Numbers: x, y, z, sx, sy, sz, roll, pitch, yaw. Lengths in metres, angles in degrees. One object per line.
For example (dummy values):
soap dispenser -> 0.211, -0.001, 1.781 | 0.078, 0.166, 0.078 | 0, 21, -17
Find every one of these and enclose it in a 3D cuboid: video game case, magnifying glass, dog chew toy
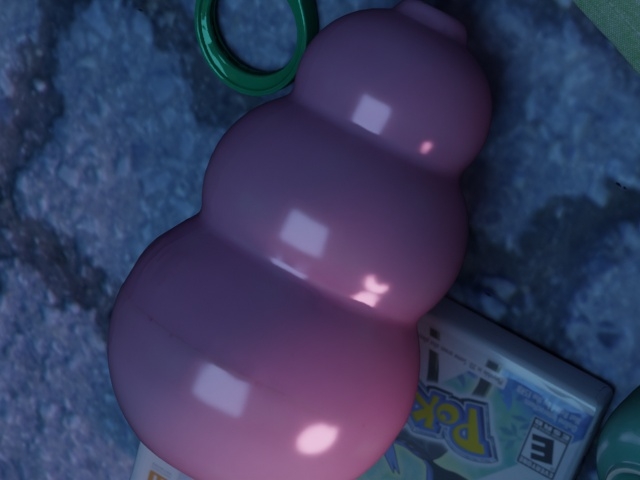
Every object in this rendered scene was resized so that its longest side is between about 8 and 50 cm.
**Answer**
video game case -> 0.021, 0.153, 1.263 | 0.329, 0.036, 0.300 | 28, 123, 17
magnifying glass -> -0.034, -0.206, 1.145 | 0.092, 0.026, 0.231 | 24, 124, 21
dog chew toy -> 0.000, 0.000, 1.091 | 0.207, 0.206, 0.331 | 29, 97, 18

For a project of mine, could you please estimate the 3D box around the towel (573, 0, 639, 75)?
towel -> 0.285, -0.193, 0.914 | 0.248, 0.038, 0.325 | 46, 130, -14

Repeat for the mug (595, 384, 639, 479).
mug -> 0.247, 0.157, 1.061 | 0.157, 0.097, 0.129 | 51, 151, 8
